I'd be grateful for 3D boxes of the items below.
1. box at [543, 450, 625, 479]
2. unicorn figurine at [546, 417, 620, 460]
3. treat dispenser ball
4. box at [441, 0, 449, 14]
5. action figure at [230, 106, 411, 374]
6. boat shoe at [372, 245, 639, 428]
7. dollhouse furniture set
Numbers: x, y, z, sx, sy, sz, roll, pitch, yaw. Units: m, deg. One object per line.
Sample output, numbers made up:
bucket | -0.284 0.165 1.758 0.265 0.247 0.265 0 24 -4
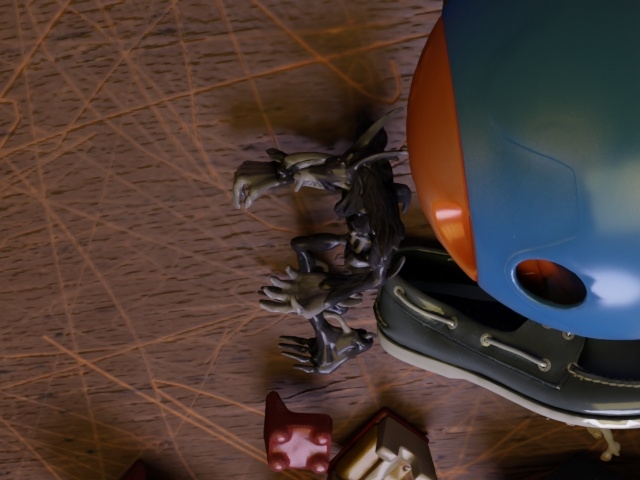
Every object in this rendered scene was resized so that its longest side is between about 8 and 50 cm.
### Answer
box | 0.339 0.441 1.414 0.312 0.179 0.343 30 149 46
unicorn figurine | 0.294 0.171 1.380 0.161 0.060 0.111 -13 130 -2
treat dispenser ball | 0.202 -0.077 0.947 0.288 0.288 0.288 5 131 6
box | 0.222 -0.121 1.136 0.183 0.056 0.231 -14 126 21
action figure | 0.000 0.000 1.214 0.140 0.164 0.276 -3 140 -14
boat shoe | 0.193 0.078 1.244 0.319 0.116 0.099 13 132 24
dollhouse furniture set | -0.077 0.282 1.508 0.201 0.152 0.374 36 110 -19
